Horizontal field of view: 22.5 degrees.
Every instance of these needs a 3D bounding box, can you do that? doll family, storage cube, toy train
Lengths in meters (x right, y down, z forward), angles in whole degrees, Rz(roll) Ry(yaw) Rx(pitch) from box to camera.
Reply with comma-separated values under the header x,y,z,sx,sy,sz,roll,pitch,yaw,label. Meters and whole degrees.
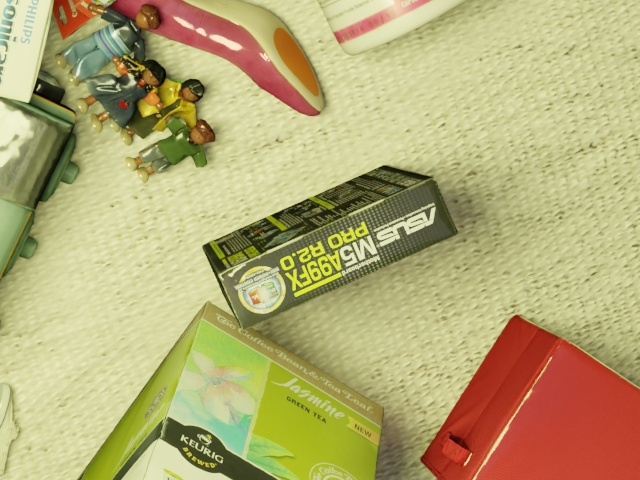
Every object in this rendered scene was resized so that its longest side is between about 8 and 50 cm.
x,y,z,sx,sy,sz,roll,pitch,yaw,label
-0.175,-0.151,1.596,0.111,0.076,0.193,-28,127,18,doll family
0.247,0.214,1.656,0.215,0.183,0.193,32,90,-9,storage cube
-0.340,-0.013,1.547,0.142,0.190,0.334,27,92,-9,toy train

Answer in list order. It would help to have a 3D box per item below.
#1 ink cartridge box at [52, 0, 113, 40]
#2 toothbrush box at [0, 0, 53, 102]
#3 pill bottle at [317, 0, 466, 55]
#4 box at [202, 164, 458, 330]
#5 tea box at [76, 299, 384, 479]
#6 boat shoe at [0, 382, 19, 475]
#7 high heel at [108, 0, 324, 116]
x,y,z,sx,sy,sz,roll,pitch,yaw,label
-0.227,-0.256,1.584,0.115,0.063,0.029,-35,143,17,ink cartridge box
-0.389,-0.261,1.471,0.296,0.216,0.126,11,125,-12,toothbrush box
0.033,-0.340,1.576,0.160,0.160,0.283,-29,99,-4,pill bottle
0.000,0.000,1.555,0.216,0.270,0.060,-25,98,-5,box
-0.125,0.295,1.495,0.220,0.323,0.329,31,118,-10,tea box
-0.329,0.196,1.654,0.035,0.035,0.100,12,91,-36,boat shoe
-0.108,-0.196,1.630,0.117,0.082,0.244,-34,116,27,high heel
